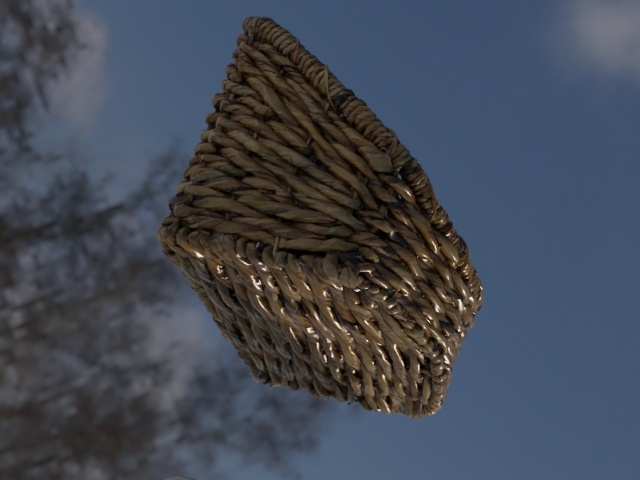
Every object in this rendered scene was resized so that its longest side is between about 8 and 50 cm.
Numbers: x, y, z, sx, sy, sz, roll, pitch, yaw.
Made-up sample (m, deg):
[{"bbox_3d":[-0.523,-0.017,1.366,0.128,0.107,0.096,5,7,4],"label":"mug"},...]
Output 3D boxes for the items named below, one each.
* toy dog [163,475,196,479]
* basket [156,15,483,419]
[{"bbox_3d":[-0.010,0.318,1.515,0.334,0.161,0.220,30,-70,18],"label":"toy dog"},{"bbox_3d":[0.033,-0.014,1.619,0.213,0.223,0.299,11,-25,22],"label":"basket"}]
